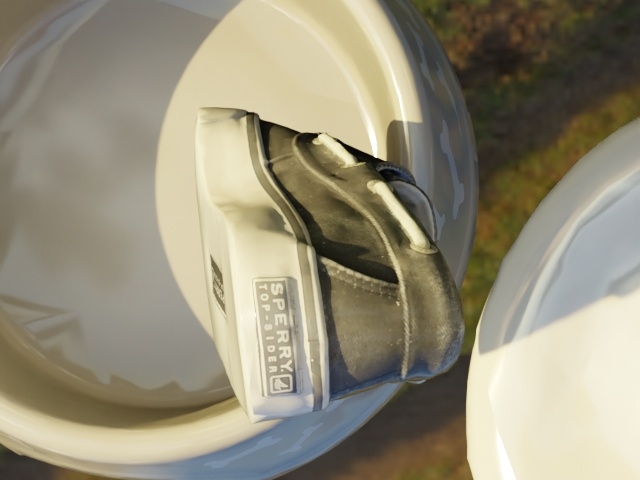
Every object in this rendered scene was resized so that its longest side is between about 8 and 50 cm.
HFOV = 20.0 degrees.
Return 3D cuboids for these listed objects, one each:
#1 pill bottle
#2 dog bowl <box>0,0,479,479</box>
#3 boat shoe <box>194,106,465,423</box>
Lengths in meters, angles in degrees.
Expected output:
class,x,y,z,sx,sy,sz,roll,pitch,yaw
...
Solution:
class,x,y,z,sx,sy,sz,roll,pitch,yaw
pill bottle,0.166,0.052,0.513,0.162,0.162,0.278,-15,168,28
dog bowl,-0.090,-0.034,0.979,0.348,0.349,0.102,-3,173,5
boat shoe,0.000,0.000,0.814,0.102,0.108,0.301,-6,-168,-7
